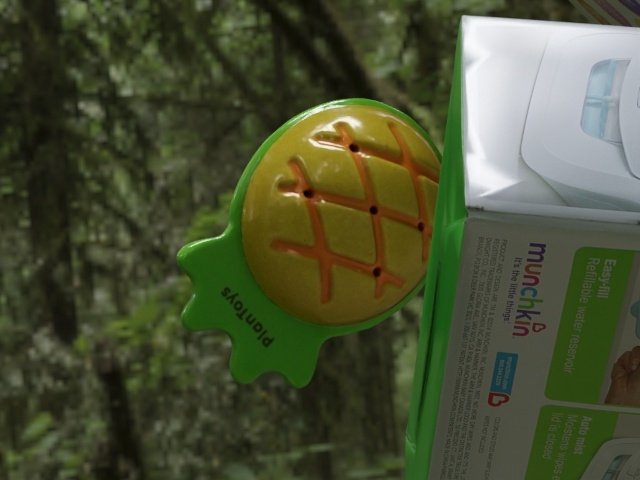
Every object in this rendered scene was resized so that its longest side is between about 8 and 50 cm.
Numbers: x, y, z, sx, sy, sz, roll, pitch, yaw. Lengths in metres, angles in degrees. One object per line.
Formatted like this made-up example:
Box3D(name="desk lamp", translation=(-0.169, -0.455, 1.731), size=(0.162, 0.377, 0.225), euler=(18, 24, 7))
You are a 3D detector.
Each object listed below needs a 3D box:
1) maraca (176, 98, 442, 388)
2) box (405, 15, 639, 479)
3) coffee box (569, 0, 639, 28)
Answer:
Box3D(name="maraca", translation=(0.000, 0.000, 0.909), size=(0.186, 0.127, 0.099), euler=(-46, 9, -17))
Box3D(name="box", translation=(0.158, 0.053, 0.657), size=(0.231, 0.127, 0.262), euler=(3, -46, 1))
Box3D(name="coffee box", translation=(0.296, -0.270, 0.968), size=(0.334, 0.338, 0.337), euler=(36, 7, -38))
